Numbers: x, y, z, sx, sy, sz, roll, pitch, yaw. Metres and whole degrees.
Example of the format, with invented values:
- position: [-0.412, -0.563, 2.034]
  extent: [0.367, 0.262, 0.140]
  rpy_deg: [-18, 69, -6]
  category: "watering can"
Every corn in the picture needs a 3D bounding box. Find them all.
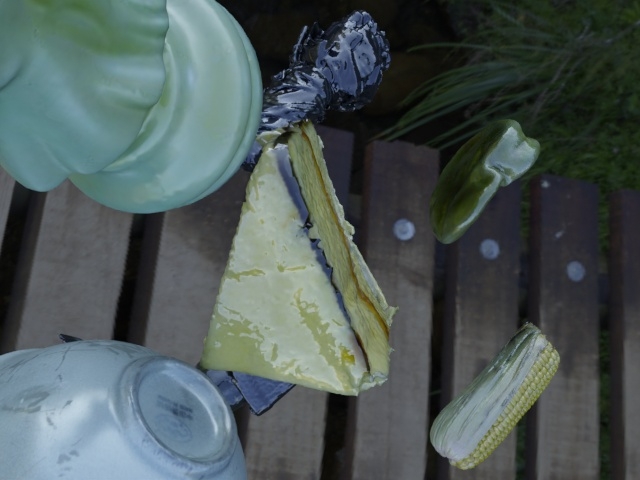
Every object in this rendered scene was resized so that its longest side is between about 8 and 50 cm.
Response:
- position: [0.327, 0.290, 1.549]
  extent: [0.305, 0.122, 0.123]
  rpy_deg: [-45, 114, -16]
  category: "corn"

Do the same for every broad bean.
- position: [0.232, -0.092, 1.243]
  extent: [0.072, 0.153, 0.207]
  rpy_deg: [41, 98, -19]
  category: "broad bean"

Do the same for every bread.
- position: [0.000, 0.000, 0.848]
  extent: [0.198, 0.263, 0.236]
  rpy_deg: [9, 104, 1]
  category: "bread"

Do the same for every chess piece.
- position: [-0.166, -0.101, 0.492]
  extent: [0.298, 0.176, 0.176]
  rpy_deg: [-3, 82, -70]
  category: "chess piece"

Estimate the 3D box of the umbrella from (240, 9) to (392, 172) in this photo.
- position: [-0.013, -0.215, 1.281]
  extent: [0.154, 0.128, 0.336]
  rpy_deg: [39, 67, -20]
  category: "umbrella"

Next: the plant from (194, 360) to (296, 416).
- position: [-0.134, 0.251, 1.646]
  extent: [0.256, 0.142, 0.164]
  rpy_deg: [-23, 115, -3]
  category: "plant"

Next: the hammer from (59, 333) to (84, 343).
- position: [-0.348, 0.165, 0.922]
  extent: [0.201, 0.078, 0.021]
  rpy_deg: [-26, 52, -28]
  category: "hammer"

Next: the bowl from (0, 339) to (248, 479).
- position: [-0.160, 0.188, 0.728]
  extent: [0.313, 0.146, 0.313]
  rpy_deg: [36, 28, -23]
  category: "bowl"
